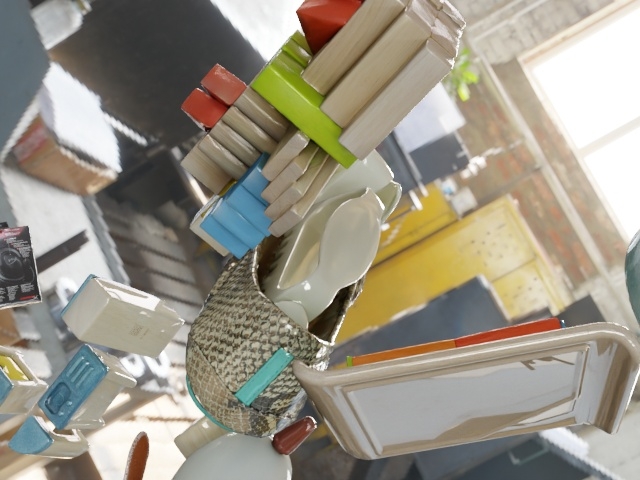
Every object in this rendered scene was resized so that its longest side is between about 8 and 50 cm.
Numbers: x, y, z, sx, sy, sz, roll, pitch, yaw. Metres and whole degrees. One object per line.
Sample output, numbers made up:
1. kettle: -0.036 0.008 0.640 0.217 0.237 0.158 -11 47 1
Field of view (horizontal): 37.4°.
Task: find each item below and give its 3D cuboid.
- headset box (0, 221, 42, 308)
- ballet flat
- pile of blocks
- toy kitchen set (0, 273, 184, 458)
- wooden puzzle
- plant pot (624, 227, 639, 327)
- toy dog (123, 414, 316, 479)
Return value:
1. headset box: -0.307 0.024 0.912 0.032 0.062 0.083 154 -75 -73
2. ballet flat: 0.000 0.000 0.969 0.164 0.182 0.483 39 29 -12
3. pile of blocks: -0.045 -0.082 0.693 0.112 0.362 0.149 40 53 -10
4. toy kitchen set: -0.282 0.104 0.979 0.166 0.207 0.122 41 5 31
5. wooden puzzle: 0.114 0.116 0.731 0.221 0.239 0.044 68 18 -61
6. plant pot: 0.382 0.010 0.617 0.293 0.196 0.293 13 40 -12
7. toy dog: -0.103 0.260 0.909 0.220 0.161 0.333 40 31 -11
